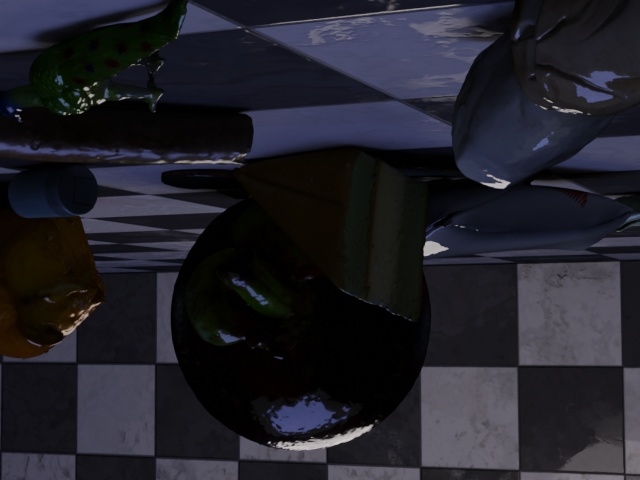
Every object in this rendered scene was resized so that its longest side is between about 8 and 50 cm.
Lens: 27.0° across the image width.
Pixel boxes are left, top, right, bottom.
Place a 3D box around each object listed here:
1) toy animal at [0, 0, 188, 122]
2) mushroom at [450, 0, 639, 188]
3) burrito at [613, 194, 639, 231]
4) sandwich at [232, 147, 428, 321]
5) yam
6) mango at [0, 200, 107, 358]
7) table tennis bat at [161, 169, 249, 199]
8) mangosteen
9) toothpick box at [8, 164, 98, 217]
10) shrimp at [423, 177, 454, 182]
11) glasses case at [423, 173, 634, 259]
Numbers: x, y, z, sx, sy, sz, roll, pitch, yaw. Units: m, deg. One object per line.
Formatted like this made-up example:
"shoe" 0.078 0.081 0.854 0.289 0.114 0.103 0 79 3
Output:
"toy animal" -0.108 -0.099 0.745 0.075 0.041 0.217 5 169 -40
"mushroom" 0.121 -0.085 0.667 0.092 0.081 0.223 -20 176 -8
"burrito" 0.398 -0.035 1.631 0.118 0.044 0.074 -3 173 16
"sandwich" 0.000 0.000 1.269 0.117 0.144 0.187 26 158 -39
"yam" -0.177 -0.078 0.967 0.264 0.046 0.046 0 176 -24
"mango" -0.368 0.030 1.618 0.199 0.201 0.350 23 178 -24
"table tennis bat" -0.113 -0.061 1.445 0.095 0.014 0.158 -3 174 17
"mangosteen" -0.021 0.081 1.517 0.306 0.306 0.359 0 164 -3
"toothpick box" -0.269 -0.049 1.341 0.083 0.052 0.052 -2 176 42
"shrimp" 0.064 -0.057 1.405 0.195 0.035 0.148 1 174 2
"glasses case" 0.185 -0.029 1.382 0.308 0.083 0.128 -4 168 -38
